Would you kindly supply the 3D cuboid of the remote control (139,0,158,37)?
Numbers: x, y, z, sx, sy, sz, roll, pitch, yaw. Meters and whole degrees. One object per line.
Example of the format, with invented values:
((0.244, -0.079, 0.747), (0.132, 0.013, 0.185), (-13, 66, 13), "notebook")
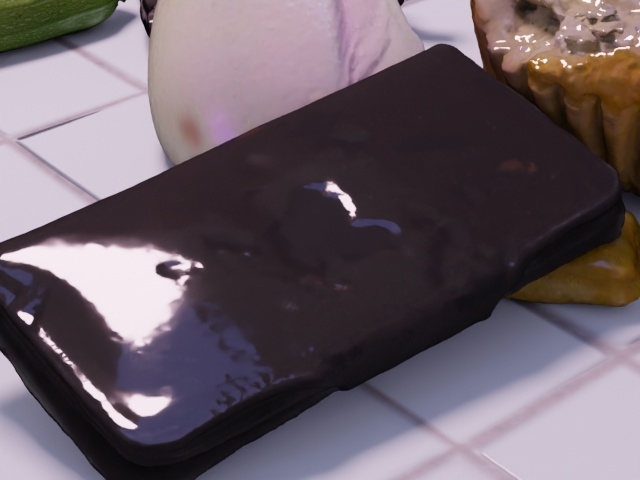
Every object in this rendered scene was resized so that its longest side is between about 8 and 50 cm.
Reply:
((-0.133, -0.216, 1.397), (0.059, 0.028, 0.212), (-6, 25, -9), "remote control")

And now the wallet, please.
((0.000, 0.000, 0.930), (0.377, 0.051, 0.197), (-28, 53, -27), "wallet")

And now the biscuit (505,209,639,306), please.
((0.122, -0.014, 1.029), (0.183, 0.039, 0.174), (7, 29, 15), "biscuit")

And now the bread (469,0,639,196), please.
((0.232, -0.121, 1.083), (0.274, 0.149, 0.274), (2, 29, -1), "bread")

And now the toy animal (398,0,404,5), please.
((-0.029, -0.229, 1.304), (0.225, 0.121, 0.094), (-3, 52, -28), "toy animal")

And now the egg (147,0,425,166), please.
((-0.032, -0.155, 1.136), (0.206, 0.162, 0.271), (-10, 25, 7), "egg")

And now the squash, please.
((-0.256, -0.198, 1.345), (0.219, 0.068, 0.077), (-20, 29, -28), "squash")
